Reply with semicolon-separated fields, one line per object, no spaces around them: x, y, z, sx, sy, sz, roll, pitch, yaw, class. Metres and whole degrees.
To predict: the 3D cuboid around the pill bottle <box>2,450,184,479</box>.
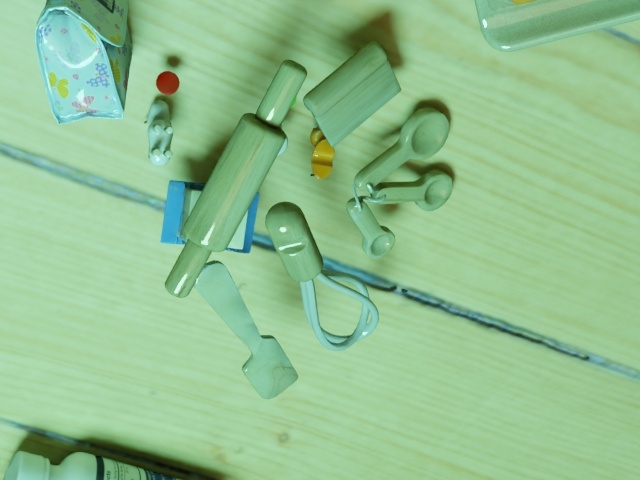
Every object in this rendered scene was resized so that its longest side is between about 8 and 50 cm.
-0.172;0.225;1.031;0.169;0.094;0.094;20;126;-19;pill bottle

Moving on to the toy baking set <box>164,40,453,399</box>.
-0.004;-0.003;0.827;0.197;0.030;0.256;21;107;-43;toy baking set

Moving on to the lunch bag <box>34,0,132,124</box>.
-0.139;-0.122;0.759;0.053;0.071;0.083;-6;129;3;lunch bag

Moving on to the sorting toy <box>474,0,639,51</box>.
0.165;-0.204;0.727;0.347;0.047;0.196;-13;129;8;sorting toy

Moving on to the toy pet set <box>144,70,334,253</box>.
-0.059;-0.049;0.849;0.122;0.065;0.114;7;94;-13;toy pet set
